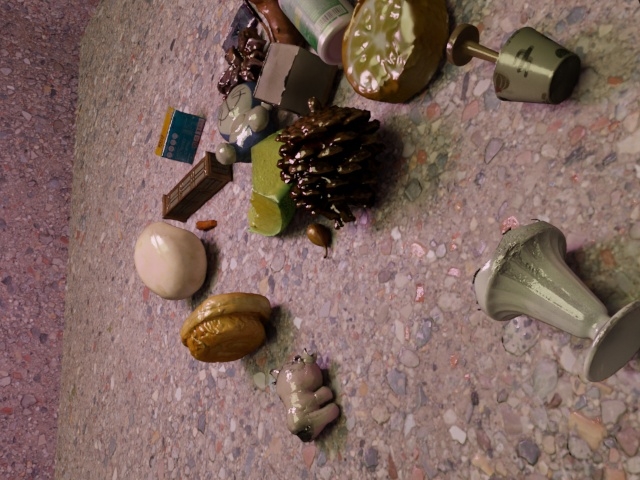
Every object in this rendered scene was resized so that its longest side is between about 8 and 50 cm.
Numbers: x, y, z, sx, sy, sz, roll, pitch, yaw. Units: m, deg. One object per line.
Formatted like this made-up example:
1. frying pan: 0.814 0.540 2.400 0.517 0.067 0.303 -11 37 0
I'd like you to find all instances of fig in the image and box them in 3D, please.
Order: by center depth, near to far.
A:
1. fig: 0.000 0.000 1.441 0.050 0.050 0.083 -36 70 43

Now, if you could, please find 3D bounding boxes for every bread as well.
1. bread: -0.232 0.214 1.557 0.236 0.198 0.120 -44 53 37

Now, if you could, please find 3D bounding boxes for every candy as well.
1. candy: 0.146 -0.409 1.301 0.259 0.117 0.260 -18 67 52

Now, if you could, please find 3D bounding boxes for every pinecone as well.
1. pinecone: 0.016 -0.164 1.313 0.243 0.243 0.257 51 141 48

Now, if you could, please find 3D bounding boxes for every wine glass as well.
1. wine glass: 0.333 0.084 0.871 0.196 0.164 0.165 43 114 42

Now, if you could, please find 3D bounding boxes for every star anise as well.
1. star anise: -0.239 -0.519 1.880 0.214 0.099 0.220 -44 46 25

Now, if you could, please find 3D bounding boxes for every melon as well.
1. melon: -0.115 -0.109 1.543 0.323 0.124 0.196 106 171 -66

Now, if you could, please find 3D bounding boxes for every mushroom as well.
1. mushroom: -0.440 0.051 1.911 0.246 0.202 0.246 14 123 23

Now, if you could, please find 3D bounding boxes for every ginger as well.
1. ginger: -0.125 -0.574 1.626 0.133 0.309 0.107 -42 37 -5

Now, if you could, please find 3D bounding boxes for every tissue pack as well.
1. tissue pack: -0.473 -0.351 2.129 0.082 0.119 0.169 33 107 51

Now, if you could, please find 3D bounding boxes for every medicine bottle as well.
1. medicine bottle: -0.011 -0.545 1.480 0.133 0.133 0.274 -50 63 33

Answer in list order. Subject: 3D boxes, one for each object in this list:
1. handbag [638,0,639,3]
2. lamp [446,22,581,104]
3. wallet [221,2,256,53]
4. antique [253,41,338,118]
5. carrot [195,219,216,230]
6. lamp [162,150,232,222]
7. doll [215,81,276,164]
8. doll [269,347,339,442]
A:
1. handbag: 0.505 -0.371 0.740 0.301 0.177 0.275 -24 61 48
2. lamp: 0.306 -0.292 1.034 0.214 0.121 0.121 37 110 38
3. wallet: -0.253 -0.649 1.996 0.166 0.030 0.111 -56 45 30
4. antique: -0.057 -0.380 1.542 0.146 0.147 0.152 32 105 52
5. carrot: -0.353 -0.048 1.949 0.093 0.032 0.032 -7 74 47
6. lamp: -0.393 -0.161 1.989 0.325 0.089 0.090 -32 56 46
7. doll: -0.201 -0.322 1.719 0.228 0.154 0.259 -47 46 25
8. doll: -0.041 0.331 1.351 0.149 0.095 0.192 -48 47 37
